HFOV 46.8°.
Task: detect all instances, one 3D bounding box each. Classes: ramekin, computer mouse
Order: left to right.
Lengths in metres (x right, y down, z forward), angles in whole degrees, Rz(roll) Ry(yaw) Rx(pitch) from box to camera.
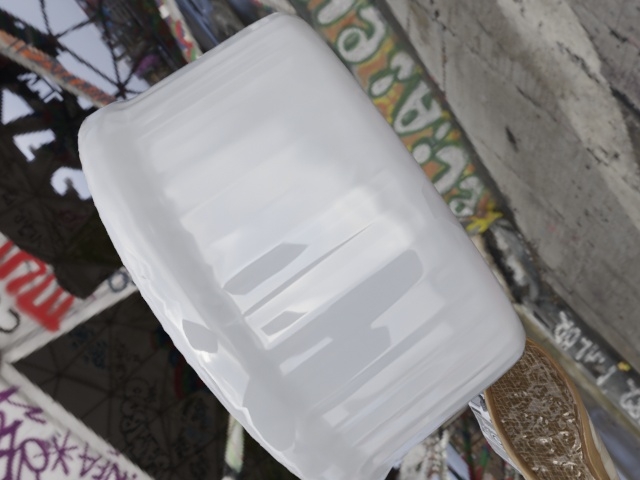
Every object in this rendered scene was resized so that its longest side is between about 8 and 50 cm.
[{"bbox_3d":[0.000,0.000,0.450,0.277,0.135,0.277,54,-174,-8],"label":"ramekin"},{"bbox_3d":[0.193,0.181,0.789,0.106,0.042,0.193,34,161,49],"label":"computer mouse"}]

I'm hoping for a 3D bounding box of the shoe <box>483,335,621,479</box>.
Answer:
[{"bbox_3d":[0.200,0.181,0.619,0.219,0.077,0.058,65,-173,17],"label":"shoe"}]
